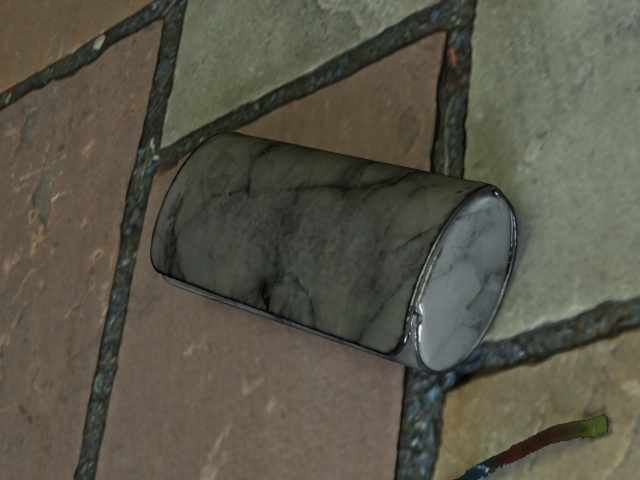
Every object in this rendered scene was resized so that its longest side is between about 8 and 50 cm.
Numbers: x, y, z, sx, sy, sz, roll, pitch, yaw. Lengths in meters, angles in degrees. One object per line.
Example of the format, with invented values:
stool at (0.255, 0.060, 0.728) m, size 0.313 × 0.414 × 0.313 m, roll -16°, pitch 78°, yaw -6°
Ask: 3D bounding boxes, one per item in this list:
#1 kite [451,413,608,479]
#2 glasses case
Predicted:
kite at (0.039, 0.182, 1.050) m, size 0.310 × 0.015 × 0.169 m, roll -37°, pitch 40°, yaw 33°
glasses case at (0.000, 0.000, 1.189) m, size 0.299 × 0.060 × 0.114 m, roll 14°, pitch 79°, yaw 56°
